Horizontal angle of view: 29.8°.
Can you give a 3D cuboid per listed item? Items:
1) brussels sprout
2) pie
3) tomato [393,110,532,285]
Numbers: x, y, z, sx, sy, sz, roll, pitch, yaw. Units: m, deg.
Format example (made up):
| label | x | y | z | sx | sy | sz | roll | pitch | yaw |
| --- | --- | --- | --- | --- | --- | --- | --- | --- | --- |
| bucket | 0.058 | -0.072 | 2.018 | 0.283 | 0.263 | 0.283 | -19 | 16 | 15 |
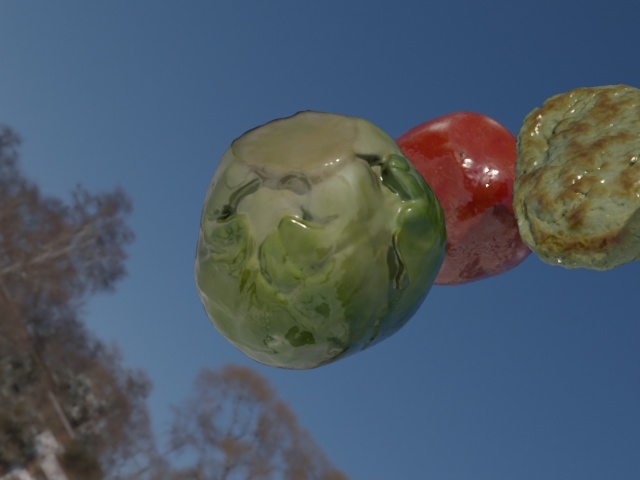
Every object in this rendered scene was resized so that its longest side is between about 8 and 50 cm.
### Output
| label | x | y | z | sx | sy | sz | roll | pitch | yaw |
| --- | --- | --- | --- | --- | --- | --- | --- | --- | --- |
| brussels sprout | 0.000 | 0.000 | 1.052 | 0.244 | 0.244 | 0.244 | 49 | -24 | 31 |
| pie | 0.304 | -0.066 | 1.251 | 0.248 | 0.201 | 0.090 | -79 | 150 | -41 |
| tomato | 0.177 | -0.059 | 1.526 | 0.232 | 0.232 | 0.188 | 56 | -15 | 16 |
